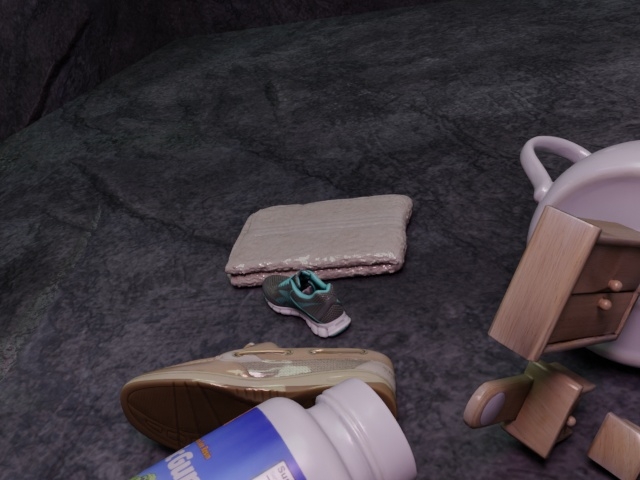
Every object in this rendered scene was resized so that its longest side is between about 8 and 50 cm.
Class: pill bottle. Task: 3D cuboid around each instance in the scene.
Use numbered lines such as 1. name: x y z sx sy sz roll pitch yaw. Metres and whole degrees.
1. pill bottle: -0.058 0.232 0.579 0.272 0.152 0.152 -27 32 -20

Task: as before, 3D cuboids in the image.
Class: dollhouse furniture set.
1. dollhouse furniture set: 0.317 0.116 0.476 0.174 0.303 0.356 3 23 -46

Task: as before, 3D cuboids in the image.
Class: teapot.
1. teapot: 0.355 -0.002 0.715 0.253 0.255 0.187 -7 15 41

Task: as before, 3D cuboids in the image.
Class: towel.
1. towel: 0.000 0.000 1.050 0.283 0.049 0.187 -5 33 16

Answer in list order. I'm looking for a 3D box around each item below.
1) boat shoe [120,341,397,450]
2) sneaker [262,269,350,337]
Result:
1. boat shoe: -0.067 0.167 0.745 0.303 0.109 0.098 -4 26 8
2. sneaker: -0.025 0.067 0.916 0.065 0.076 0.167 -34 35 -30
